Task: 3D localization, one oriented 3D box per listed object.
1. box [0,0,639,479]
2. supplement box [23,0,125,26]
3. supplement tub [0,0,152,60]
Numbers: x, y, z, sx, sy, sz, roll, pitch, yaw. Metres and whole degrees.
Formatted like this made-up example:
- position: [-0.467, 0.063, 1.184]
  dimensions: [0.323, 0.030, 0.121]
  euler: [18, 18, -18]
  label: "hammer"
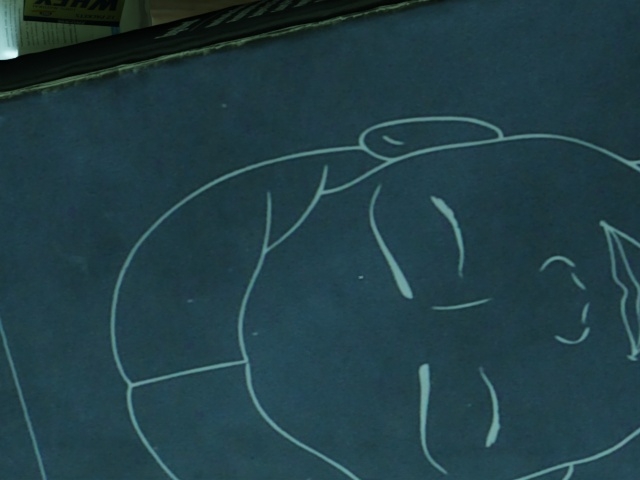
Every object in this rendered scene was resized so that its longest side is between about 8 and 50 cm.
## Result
- position: [0.070, 0.092, 0.782]
  dimensions: [0.472, 0.480, 0.297]
  euler: [-11, -168, 7]
  label: "box"
- position: [-0.136, -0.175, 0.796]
  dimensions: [0.056, 0.083, 0.083]
  euler: [1, 162, -14]
  label: "supplement box"
- position: [-0.167, -0.140, 0.927]
  dimensions: [0.107, 0.071, 0.071]
  euler: [-2, 163, 1]
  label: "supplement tub"
